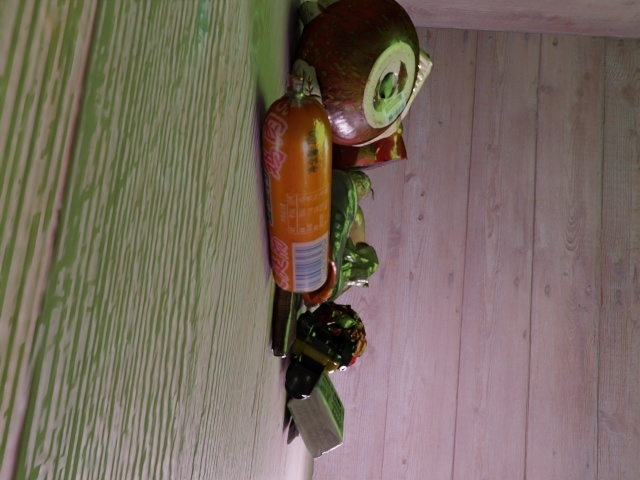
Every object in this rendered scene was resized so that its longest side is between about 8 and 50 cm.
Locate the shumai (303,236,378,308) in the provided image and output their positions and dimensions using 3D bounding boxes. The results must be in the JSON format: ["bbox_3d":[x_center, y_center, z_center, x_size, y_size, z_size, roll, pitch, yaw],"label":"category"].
[{"bbox_3d":[0.057,0.093,1.167,0.256,0.218,0.189,88,0,-62],"label":"shumai"}]

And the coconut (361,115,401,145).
[{"bbox_3d":[0.090,-0.336,0.933,0.233,0.233,0.245,-80,174,-46],"label":"coconut"}]

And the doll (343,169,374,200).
[{"bbox_3d":[0.086,-0.178,1.326,0.221,0.115,0.105,-2,122,-44],"label":"doll"}]

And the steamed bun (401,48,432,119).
[{"bbox_3d":[0.146,-0.494,1.207,0.272,0.290,0.273,-89,-160,-65],"label":"steamed bun"}]

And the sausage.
[{"bbox_3d":[-0.030,-0.065,0.558,0.093,0.093,0.312,-80,173,-49],"label":"sausage"}]

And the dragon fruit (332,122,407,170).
[{"bbox_3d":[0.143,-0.359,1.408,0.305,0.305,0.225,-48,129,-83],"label":"dragon fruit"}]

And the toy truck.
[{"bbox_3d":[-0.018,0.272,0.961,0.165,0.147,0.224,-61,177,-3],"label":"toy truck"}]

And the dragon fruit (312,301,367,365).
[{"bbox_3d":[0.034,0.332,1.401,0.293,0.234,0.233,-41,-147,49],"label":"dragon fruit"}]

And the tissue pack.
[{"bbox_3d":[-0.028,0.461,1.103,0.159,0.145,0.229,63,2,4],"label":"tissue pack"}]

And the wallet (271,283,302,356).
[{"bbox_3d":[-0.055,0.086,0.751,0.124,0.042,0.230,-6,99,-83],"label":"wallet"}]

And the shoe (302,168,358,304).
[{"bbox_3d":[0.000,0.000,0.950,0.171,0.132,0.336,-28,127,-74],"label":"shoe"}]

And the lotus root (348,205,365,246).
[{"bbox_3d":[0.079,-0.011,1.486,0.151,0.169,0.342,-81,168,-46],"label":"lotus root"}]

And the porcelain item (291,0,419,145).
[{"bbox_3d":[0.039,-0.301,0.713,0.253,0.253,0.253,5,90,-86],"label":"porcelain item"}]
